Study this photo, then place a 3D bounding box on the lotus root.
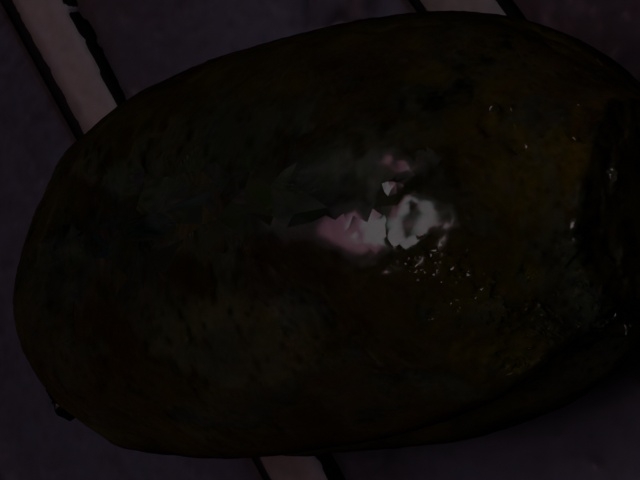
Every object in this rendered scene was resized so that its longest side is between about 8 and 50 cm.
[{"bbox_3d":[0.000,0.000,0.617,0.274,0.152,0.160,-11,68,38],"label":"lotus root"}]
